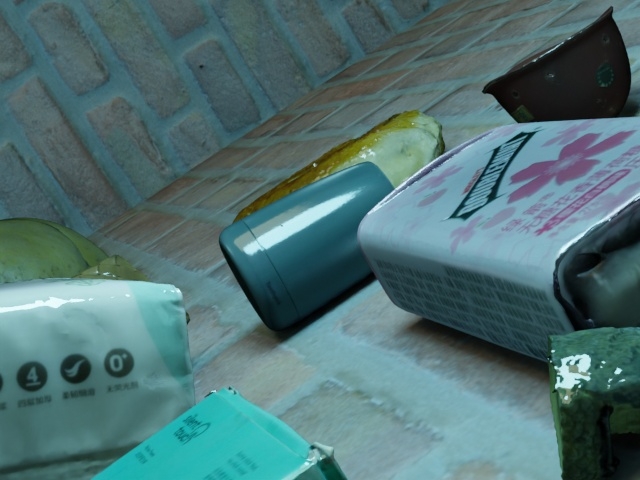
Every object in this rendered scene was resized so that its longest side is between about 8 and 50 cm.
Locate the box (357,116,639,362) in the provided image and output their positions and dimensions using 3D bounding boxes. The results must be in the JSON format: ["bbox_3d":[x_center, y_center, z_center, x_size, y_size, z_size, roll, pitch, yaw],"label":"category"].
[{"bbox_3d":[0.170,-0.009,0.861,0.190,0.112,0.370,-36,12,-12],"label":"box"}]

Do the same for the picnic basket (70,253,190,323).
[{"bbox_3d":[-0.234,0.120,1.324,0.128,0.138,0.178,-35,-22,-44],"label":"picnic basket"}]

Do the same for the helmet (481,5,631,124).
[{"bbox_3d":[0.253,-0.155,1.249,0.155,0.106,0.175,-32,6,-15],"label":"helmet"}]

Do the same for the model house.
[{"bbox_3d":[0.164,0.084,0.642,0.083,0.066,0.079,-5,27,7],"label":"model house"}]

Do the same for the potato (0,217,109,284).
[{"bbox_3d":[-0.390,0.093,1.503,0.221,0.243,0.326,-21,3,25],"label":"potato"}]

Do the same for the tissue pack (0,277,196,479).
[{"bbox_3d":[-0.302,0.137,0.956,0.356,0.194,0.266,-7,-1,-24],"label":"tissue pack"}]

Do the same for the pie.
[{"bbox_3d":[0.024,-0.073,1.544,0.315,0.092,0.315,-32,10,6],"label":"pie"}]

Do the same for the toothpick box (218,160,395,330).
[{"bbox_3d":[0.000,0.000,1.232,0.184,0.120,0.120,-31,12,-7],"label":"toothpick box"}]

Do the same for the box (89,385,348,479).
[{"bbox_3d":[-0.121,0.223,0.632,0.311,0.118,0.205,-36,15,-14],"label":"box"}]
